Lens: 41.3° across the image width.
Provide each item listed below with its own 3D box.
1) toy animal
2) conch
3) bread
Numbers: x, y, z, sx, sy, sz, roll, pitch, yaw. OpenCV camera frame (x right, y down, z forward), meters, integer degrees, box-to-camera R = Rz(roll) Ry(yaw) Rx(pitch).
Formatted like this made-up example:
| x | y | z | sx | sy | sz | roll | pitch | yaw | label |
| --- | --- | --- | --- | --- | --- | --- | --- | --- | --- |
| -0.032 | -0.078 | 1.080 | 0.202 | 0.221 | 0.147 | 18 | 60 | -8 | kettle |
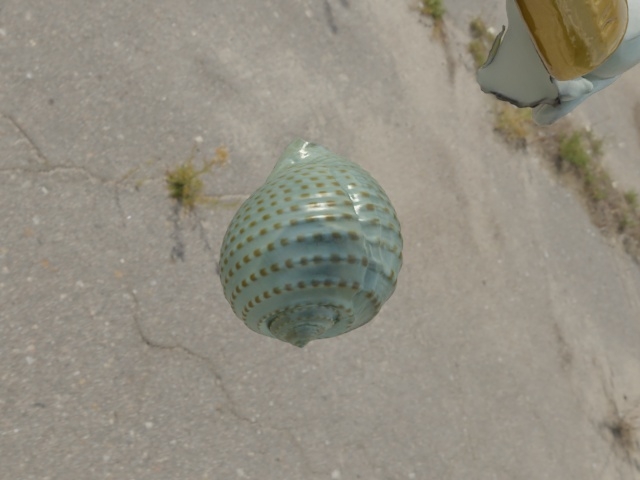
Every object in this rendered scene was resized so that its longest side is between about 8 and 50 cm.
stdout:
| x | y | z | sx | sy | sz | roll | pitch | yaw | label |
| --- | --- | --- | --- | --- | --- | --- | --- | --- | --- |
| 0.393 | -0.307 | 1.295 | 0.174 | 0.289 | 0.249 | 53 | -2 | 18 | toy animal |
| 0.008 | 0.004 | 1.277 | 0.303 | 0.215 | 0.319 | 14 | 84 | -30 | conch |
| 0.248 | -0.320 | 0.910 | 0.142 | 0.091 | 0.305 | -52 | 124 | -23 | bread |
